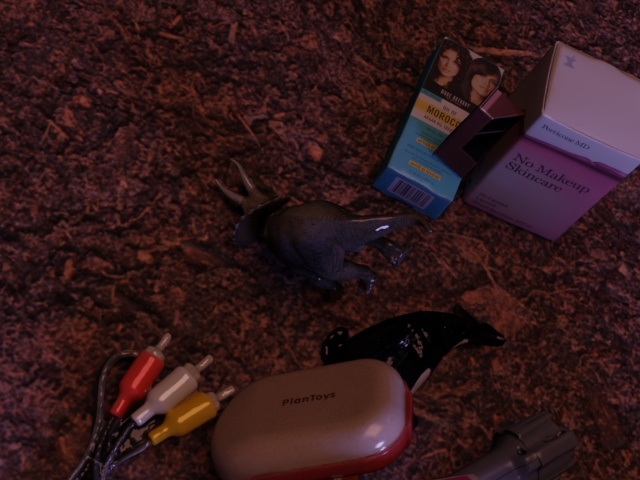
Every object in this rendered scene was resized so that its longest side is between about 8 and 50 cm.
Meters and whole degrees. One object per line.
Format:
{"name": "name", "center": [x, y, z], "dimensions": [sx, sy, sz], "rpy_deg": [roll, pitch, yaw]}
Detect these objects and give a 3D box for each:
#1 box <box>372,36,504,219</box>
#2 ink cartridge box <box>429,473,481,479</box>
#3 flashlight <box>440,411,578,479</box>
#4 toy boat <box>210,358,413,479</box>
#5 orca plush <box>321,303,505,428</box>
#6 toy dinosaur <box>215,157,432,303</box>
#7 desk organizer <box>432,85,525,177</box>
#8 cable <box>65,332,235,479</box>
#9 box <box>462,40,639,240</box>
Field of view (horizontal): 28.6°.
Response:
{"name": "box", "center": [0.163, -0.154, 1.700], "dimensions": [0.101, 0.060, 0.244], "rpy_deg": [28, 59, -6]}
{"name": "ink cartridge box", "center": [0.073, 0.400, 1.312], "dimensions": [0.186, 0.065, 0.311], "rpy_deg": [-4, 111, -23]}
{"name": "flashlight", "center": [0.144, 0.292, 1.422], "dimensions": [0.304, 0.103, 0.103], "rpy_deg": [-24, 46, -26]}
{"name": "toy boat", "center": [-0.002, 0.233, 1.388], "dimensions": [0.231, 0.151, 0.151], "rpy_deg": [-11, 30, 13]}
{"name": "orca plush", "center": [0.106, 0.146, 1.504], "dimensions": [0.287, 0.102, 0.151], "rpy_deg": [-12, 70, -26]}
{"name": "toy dinosaur", "center": [0.000, 0.000, 1.480], "dimensions": [0.160, 0.314, 0.121], "rpy_deg": [25, 84, -34]}
{"name": "desk organizer", "center": [0.200, -0.135, 1.592], "dimensions": [0.050, 0.130, 0.047], "rpy_deg": [42, 58, -1]}
{"name": "cable", "center": [-0.229, 0.218, 1.360], "dimensions": [0.139, 0.072, 0.287], "rpy_deg": [38, 58, 7]}
{"name": "box", "center": [0.307, -0.123, 1.638], "dimensions": [0.149, 0.232, 0.126], "rpy_deg": [23, 58, -8]}
